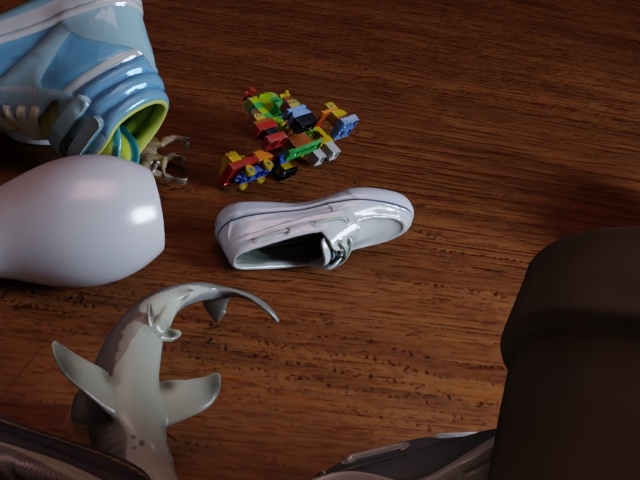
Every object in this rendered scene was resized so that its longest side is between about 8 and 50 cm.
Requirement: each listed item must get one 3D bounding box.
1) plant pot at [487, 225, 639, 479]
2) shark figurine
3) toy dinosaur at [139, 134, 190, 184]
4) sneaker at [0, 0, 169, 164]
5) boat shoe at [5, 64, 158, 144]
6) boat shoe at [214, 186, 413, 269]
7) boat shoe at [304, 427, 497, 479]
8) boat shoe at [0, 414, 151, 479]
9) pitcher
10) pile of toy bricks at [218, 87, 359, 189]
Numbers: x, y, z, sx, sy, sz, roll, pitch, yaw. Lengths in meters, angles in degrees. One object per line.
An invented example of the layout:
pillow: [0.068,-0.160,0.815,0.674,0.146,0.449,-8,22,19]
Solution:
plant pot: [0.223,0.193,0.590,0.323,0.323,0.280,25,71,16]
shark figurine: [-0.152,0.105,0.787,0.166,0.116,0.278,43,35,-19]
toy dinosaur: [-0.204,-0.108,1.135,0.092,0.053,0.183,5,33,-13]
sneaker: [-0.315,-0.136,1.046,0.127,0.318,0.208,39,26,-80]
boat shoe: [-0.289,-0.180,1.190,0.080,0.076,0.228,35,37,31]
boat shoe: [0.000,0.000,1.043,0.226,0.083,0.076,-7,48,-13]
boat shoe: [0.051,0.214,0.725,0.319,0.116,0.099,-12,-3,-27]
boat shoe: [-0.278,0.134,0.649,0.355,0.132,0.130,14,32,-3]
pitcher: [-0.266,-0.021,0.926,0.207,0.126,0.178,-10,22,-17]
pile of toy bricks: [-0.053,-0.147,1.185,0.105,0.118,0.212,49,41,15]
